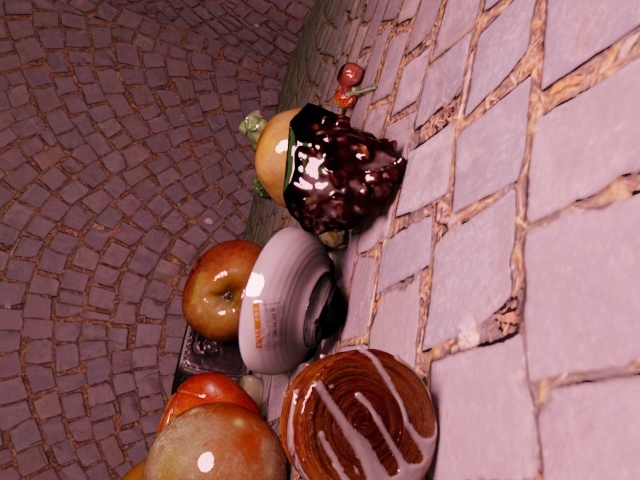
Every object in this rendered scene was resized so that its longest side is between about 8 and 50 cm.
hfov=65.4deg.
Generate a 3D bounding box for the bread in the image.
[{"bbox_3d":[0.042,0.189,0.508,0.073,0.161,0.160,141,143,-61],"label":"bread"}]

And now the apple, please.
[{"bbox_3d":[-0.268,0.156,1.478,0.250,0.278,0.309,-56,-16,-68],"label":"apple"}]

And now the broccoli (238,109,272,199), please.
[{"bbox_3d":[-0.095,-0.212,1.287,0.270,0.270,0.270,-46,4,4],"label":"broccoli"}]

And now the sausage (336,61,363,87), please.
[{"bbox_3d":[0.076,-0.421,1.277,0.094,0.054,0.059,-158,84,-77],"label":"sausage"}]

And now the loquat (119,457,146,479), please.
[{"bbox_3d":[-0.394,0.725,1.262,0.359,0.329,0.328,-60,18,28],"label":"loquat"}]

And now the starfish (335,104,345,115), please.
[{"bbox_3d":[0.039,-0.339,1.356,0.130,0.041,0.133,-6,62,66],"label":"starfish"}]

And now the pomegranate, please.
[{"bbox_3d":[-0.033,-0.170,1.059,0.233,0.233,0.233,-164,90,-77],"label":"pomegranate"}]

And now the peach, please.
[{"bbox_3d":[-0.250,0.453,1.172,0.248,0.245,0.274,122,160,-71],"label":"peach"}]

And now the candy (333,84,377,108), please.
[{"bbox_3d":[0.087,-0.351,1.186,0.201,0.061,0.060,20,94,68],"label":"candy"}]

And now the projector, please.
[{"bbox_3d":[-0.363,0.355,1.766,0.405,0.242,0.395,122,157,-54],"label":"projector"}]

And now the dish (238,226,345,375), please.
[{"bbox_3d":[-0.019,0.121,0.893,0.273,0.134,0.273,13,-90,-70],"label":"dish"}]

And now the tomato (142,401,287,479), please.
[{"bbox_3d":[-0.201,0.440,0.916,0.223,0.270,0.270,5,-78,-76],"label":"tomato"}]

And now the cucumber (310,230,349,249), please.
[{"bbox_3d":[0.002,-0.002,1.080,0.245,0.067,0.067,160,125,-76],"label":"cucumber"}]

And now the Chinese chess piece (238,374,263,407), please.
[{"bbox_3d":[-0.206,0.452,1.406,0.144,0.059,0.144,-164,90,-75],"label":"Chinese chess piece"}]

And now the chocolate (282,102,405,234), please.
[{"bbox_3d":[0.069,-0.113,0.857,0.177,0.206,0.224,8,92,32],"label":"chocolate"}]
